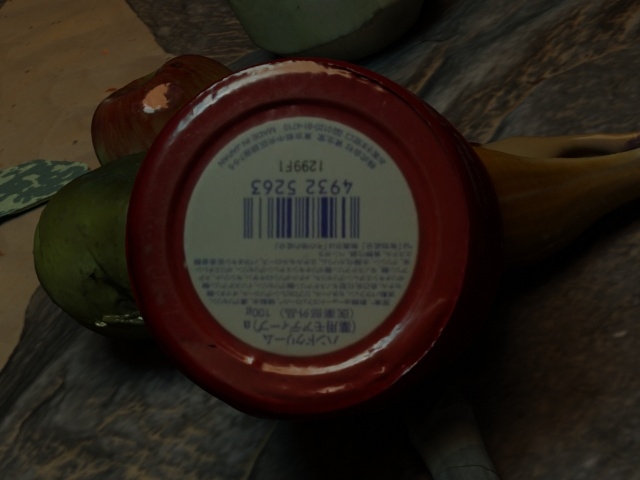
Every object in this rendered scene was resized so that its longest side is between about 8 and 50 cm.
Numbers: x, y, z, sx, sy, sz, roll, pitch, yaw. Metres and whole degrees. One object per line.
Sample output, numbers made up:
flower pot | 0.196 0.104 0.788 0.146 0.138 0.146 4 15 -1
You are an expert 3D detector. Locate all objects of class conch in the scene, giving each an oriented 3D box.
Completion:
conch | 0.163 -0.028 1.074 0.330 0.093 0.109 -6 8 -11

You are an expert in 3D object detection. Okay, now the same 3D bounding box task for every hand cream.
hand cream | 0.000 0.000 0.954 0.230 0.230 0.149 -18 -8 10

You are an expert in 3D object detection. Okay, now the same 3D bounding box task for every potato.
potato | -0.099 0.008 1.139 0.248 0.143 0.169 0 32 21

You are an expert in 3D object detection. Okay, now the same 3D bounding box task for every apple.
apple | -0.119 -0.088 1.318 0.146 0.131 0.146 -29 17 9

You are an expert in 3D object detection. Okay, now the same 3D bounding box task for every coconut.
coconut | -0.005 -0.297 1.483 0.241 0.241 0.241 -18 30 10

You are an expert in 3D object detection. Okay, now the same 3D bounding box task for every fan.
fan | -0.328 -0.039 1.506 0.240 0.009 0.131 -16 29 13

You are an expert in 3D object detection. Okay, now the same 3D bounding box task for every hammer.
hammer | 0.099 0.196 0.781 0.152 0.044 0.427 -23 29 -2
